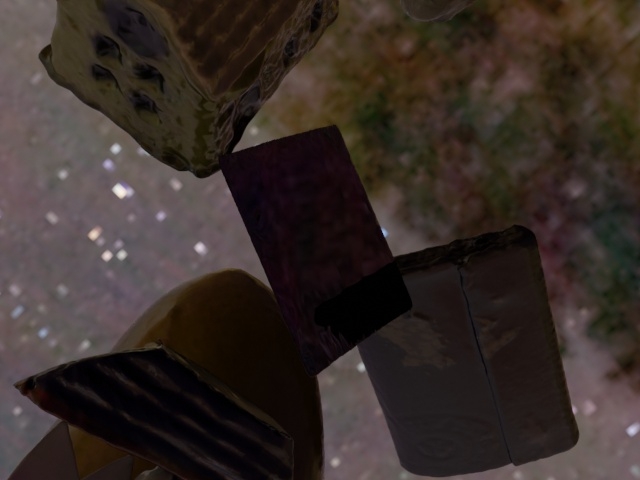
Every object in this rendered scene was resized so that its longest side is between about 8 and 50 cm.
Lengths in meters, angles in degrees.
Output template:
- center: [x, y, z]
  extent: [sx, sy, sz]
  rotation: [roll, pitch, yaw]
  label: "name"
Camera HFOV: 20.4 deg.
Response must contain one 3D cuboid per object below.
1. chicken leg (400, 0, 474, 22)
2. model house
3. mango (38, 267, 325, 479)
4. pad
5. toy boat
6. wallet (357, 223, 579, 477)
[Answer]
- center: [0.161, -0.334, 1.925]
  extent: [0.103, 0.227, 0.088]
  rotation: [0, -144, -42]
  label: "chicken leg"
- center: [-0.091, -0.195, 1.240]
  extent: [0.175, 0.193, 0.234]
  rotation: [34, 160, 13]
  label: "model house"
- center: [-0.133, 0.235, 1.435]
  extent: [0.220, 0.445, 0.301]
  rotation: [7, 168, 41]
  label: "mango"
- center: [0.001, 0.000, 1.286]
  extent: [0.159, 0.009, 0.265]
  rotation: [68, -160, -1]
  label: "pad"
- center: [-0.168, 0.192, 1.204]
  extent: [0.219, 0.318, 0.072]
  rotation: [63, 171, -23]
  label: "toy boat"
- center: [0.124, 0.109, 1.545]
  extent: [0.321, 0.170, 0.044]
  rotation: [69, -167, -51]
  label: "wallet"
